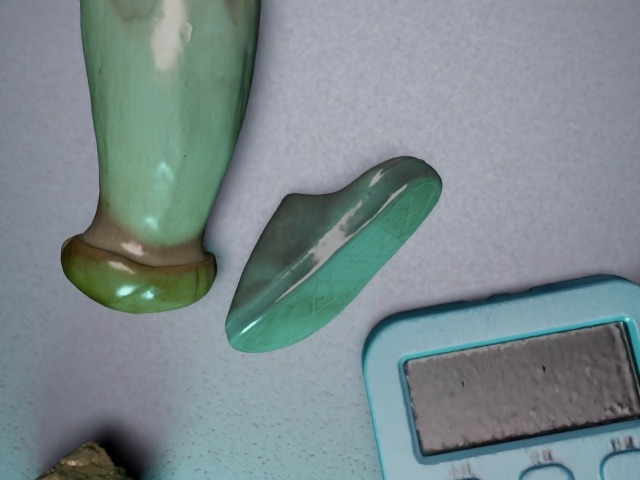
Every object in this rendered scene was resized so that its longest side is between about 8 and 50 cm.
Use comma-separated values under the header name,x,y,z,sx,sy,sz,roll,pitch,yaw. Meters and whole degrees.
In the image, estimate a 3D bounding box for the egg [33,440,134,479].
name,x,y,z,sx,sy,sz,roll,pitch,yaw
egg,-0.184,0.224,0.589,0.118,0.116,0.140,36,91,25

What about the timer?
name,x,y,z,sx,sy,sz,roll,pitch,yaw
timer,0.158,0.163,0.591,0.231,0.091,0.250,-12,91,3

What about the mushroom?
name,x,y,z,sx,sy,sz,roll,pitch,yaw
mushroom,-0.107,-0.120,0.554,0.128,0.128,0.350,10,100,0

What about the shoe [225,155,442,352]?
name,x,y,z,sx,sy,sz,roll,pitch,yaw
shoe,0.000,0.000,0.596,0.195,0.079,0.078,-42,58,12
